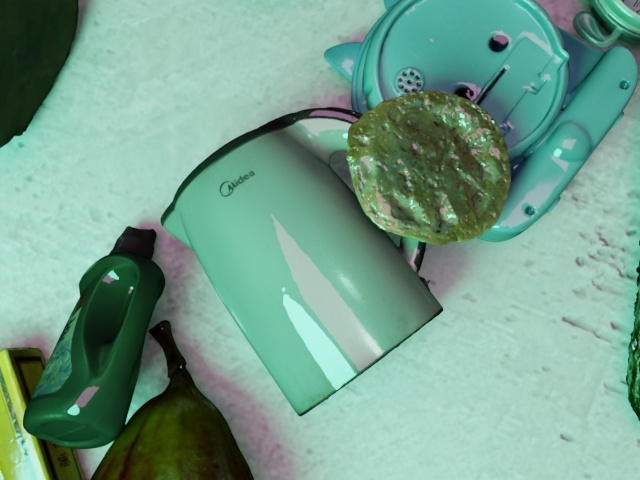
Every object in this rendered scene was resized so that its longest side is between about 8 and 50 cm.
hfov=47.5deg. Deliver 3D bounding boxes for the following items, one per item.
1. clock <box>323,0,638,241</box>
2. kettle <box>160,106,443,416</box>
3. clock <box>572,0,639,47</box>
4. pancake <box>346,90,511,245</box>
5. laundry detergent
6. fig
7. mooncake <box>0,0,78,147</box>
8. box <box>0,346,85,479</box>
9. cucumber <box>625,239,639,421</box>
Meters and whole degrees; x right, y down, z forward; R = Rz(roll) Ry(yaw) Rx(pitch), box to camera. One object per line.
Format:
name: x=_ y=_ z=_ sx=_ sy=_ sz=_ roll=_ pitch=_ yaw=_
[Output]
clock: x=0.141 y=-0.149 z=0.713 sx=0.274 sy=0.094 sz=0.223 roll=36 pitch=85 yaw=5
kettle: x=0.000 y=0.000 z=0.666 sx=0.221 sy=0.161 sz=0.236 roll=-37 pitch=80 yaw=4
clock: x=0.337 y=-0.266 z=0.735 sx=0.148 sy=0.060 sz=0.188 roll=27 pitch=85 yaw=5
pancake: x=0.093 y=-0.066 z=0.629 sx=0.151 sy=0.025 sz=0.151 roll=3 pitch=75 yaw=-11
laundry detergent: x=-0.191 y=0.074 z=0.674 sx=0.078 sy=0.144 sz=0.221 roll=31 pitch=54 yaw=-25
fig: x=-0.138 y=0.202 z=0.669 sx=0.170 sy=0.145 sz=0.274 roll=-18 pitch=57 yaw=21
mooncake: x=-0.329 y=-0.203 z=0.677 sx=0.124 sy=0.228 sz=0.228 roll=23 pitch=85 yaw=5
box: x=-0.390 y=0.245 z=0.692 sx=0.301 sy=0.084 sz=0.193 roll=-22 pitch=83 yaw=0
cucumber: x=0.344 y=0.012 z=0.684 sx=0.096 sy=0.096 sz=0.359 roll=8 pitch=83 yaw=3
